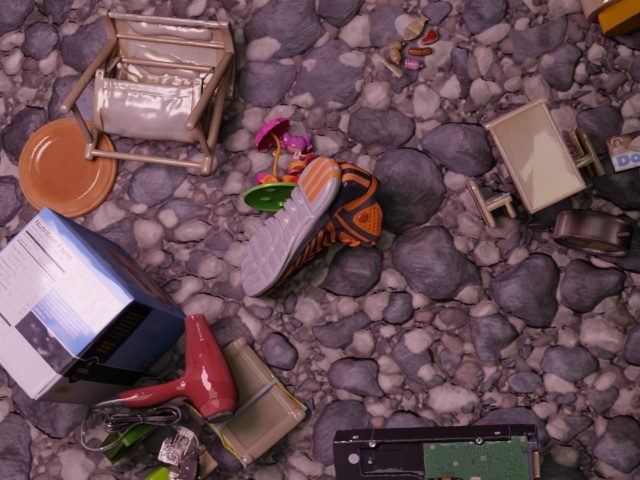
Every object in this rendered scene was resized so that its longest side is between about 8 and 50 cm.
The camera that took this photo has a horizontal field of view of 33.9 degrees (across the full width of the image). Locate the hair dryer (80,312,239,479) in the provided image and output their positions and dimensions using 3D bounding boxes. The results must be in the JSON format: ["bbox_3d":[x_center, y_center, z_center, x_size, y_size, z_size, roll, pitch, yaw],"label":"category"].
[{"bbox_3d":[-0.248,0.251,1.766,0.224,0.080,0.293,28,61,-5],"label":"hair dryer"}]

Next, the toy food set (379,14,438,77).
[{"bbox_3d":[0.172,-0.357,1.962,0.122,0.019,0.078,-42,77,-8],"label":"toy food set"}]

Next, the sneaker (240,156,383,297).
[{"bbox_3d":[0.000,0.000,1.873,0.321,0.180,0.124,-49,44,31],"label":"sneaker"}]

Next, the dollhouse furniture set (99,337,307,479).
[{"bbox_3d":[-0.206,0.339,1.875,0.301,0.151,0.197,-36,82,-28],"label":"dollhouse furniture set"}]

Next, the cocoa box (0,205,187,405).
[{"bbox_3d":[-0.411,0.125,1.799,0.228,0.347,0.231,-46,76,-1],"label":"cocoa box"}]

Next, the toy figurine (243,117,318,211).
[{"bbox_3d":[-0.057,-0.148,1.924,0.173,0.130,0.159,2,70,-13],"label":"toy figurine"}]

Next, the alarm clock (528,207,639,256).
[{"bbox_3d":[0.451,-0.017,1.810,0.192,0.129,0.064,5,79,30],"label":"alarm clock"}]

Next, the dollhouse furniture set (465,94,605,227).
[{"bbox_3d":[0.350,-0.139,1.778,0.212,0.242,0.161,-26,90,4],"label":"dollhouse furniture set"}]

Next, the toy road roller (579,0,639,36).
[{"bbox_3d":[0.627,-0.508,1.853,0.330,0.241,0.202,-26,75,42],"label":"toy road roller"}]

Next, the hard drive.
[{"bbox_3d":[0.198,0.429,1.761,0.339,0.064,0.236,-4,102,10],"label":"hard drive"}]

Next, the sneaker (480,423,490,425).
[{"bbox_3d":[0.287,0.374,1.811,0.042,0.067,0.118,0,110,6],"label":"sneaker"}]

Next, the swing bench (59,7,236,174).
[{"bbox_3d":[-0.305,-0.280,1.942,0.253,0.165,0.254,8,61,11],"label":"swing bench"}]

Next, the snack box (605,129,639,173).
[{"bbox_3d":[0.601,-0.172,1.861,0.178,0.022,0.064,-15,80,6],"label":"snack box"}]

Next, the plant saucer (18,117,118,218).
[{"bbox_3d":[-0.489,-0.142,2.016,0.200,0.037,0.199,-2,79,8],"label":"plant saucer"}]
